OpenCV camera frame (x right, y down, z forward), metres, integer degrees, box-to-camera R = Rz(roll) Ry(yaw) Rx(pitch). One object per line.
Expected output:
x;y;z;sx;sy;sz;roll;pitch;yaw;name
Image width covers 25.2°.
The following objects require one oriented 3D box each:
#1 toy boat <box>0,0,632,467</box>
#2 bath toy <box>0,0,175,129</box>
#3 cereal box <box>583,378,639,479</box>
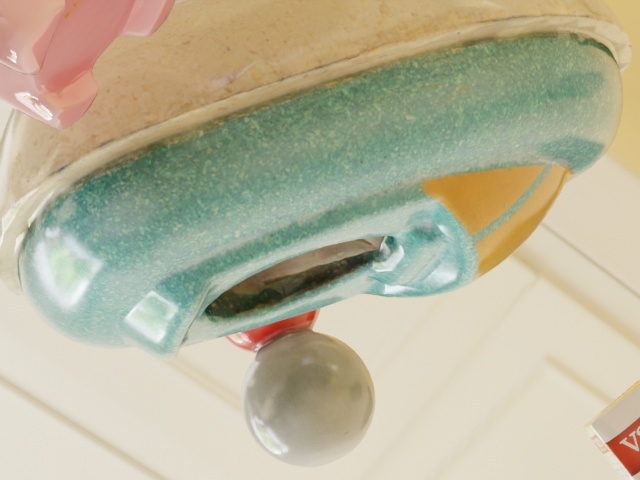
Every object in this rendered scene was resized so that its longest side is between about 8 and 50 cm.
0.000;0.000;0.608;0.267;0.148;0.318;-19;165;-15;toy boat
-0.118;-0.088;0.384;0.348;0.129;0.151;-51;170;-19;bath toy
0.312;0.162;0.926;0.173;0.240;0.047;-38;170;-4;cereal box
